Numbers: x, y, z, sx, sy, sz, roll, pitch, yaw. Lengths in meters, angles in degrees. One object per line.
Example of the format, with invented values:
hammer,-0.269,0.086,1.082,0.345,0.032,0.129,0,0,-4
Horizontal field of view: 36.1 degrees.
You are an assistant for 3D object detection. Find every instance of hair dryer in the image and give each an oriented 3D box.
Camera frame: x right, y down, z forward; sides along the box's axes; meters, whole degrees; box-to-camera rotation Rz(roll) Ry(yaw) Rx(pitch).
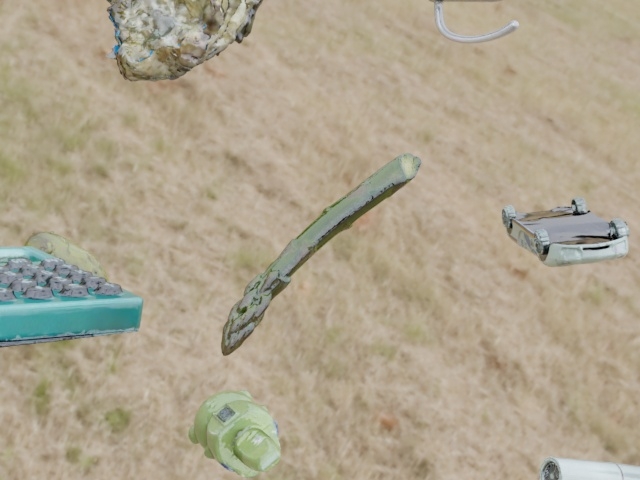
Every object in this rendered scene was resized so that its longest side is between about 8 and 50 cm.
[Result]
hair dryer,0.287,0.280,1.152,0.155,0.183,0.044,13,74,-23

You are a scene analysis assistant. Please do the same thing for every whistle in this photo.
whistle,-0.104,0.256,1.292,0.085,0.105,0.227,59,-17,-20

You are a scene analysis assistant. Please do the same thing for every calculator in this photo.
calculator,-0.376,0.056,1.171,0.274,0.058,0.248,18,12,38

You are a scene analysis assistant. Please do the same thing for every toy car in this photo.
toy car,0.263,-0.004,1.064,0.095,0.056,0.205,-7,15,-5

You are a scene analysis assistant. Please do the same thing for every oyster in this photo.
oyster,-0.138,-0.269,0.970,0.198,0.260,0.092,12,-8,33

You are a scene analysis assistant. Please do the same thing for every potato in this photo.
potato,-0.453,0.048,1.751,0.188,0.085,0.105,41,13,-43

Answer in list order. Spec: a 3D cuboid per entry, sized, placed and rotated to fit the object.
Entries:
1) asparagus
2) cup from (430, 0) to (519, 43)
asparagus,0.000,0.001,0.773,0.236,0.027,0.034,-43,93,-19
cup,0.211,-0.360,1.284,0.142,0.173,0.134,9,-17,22
